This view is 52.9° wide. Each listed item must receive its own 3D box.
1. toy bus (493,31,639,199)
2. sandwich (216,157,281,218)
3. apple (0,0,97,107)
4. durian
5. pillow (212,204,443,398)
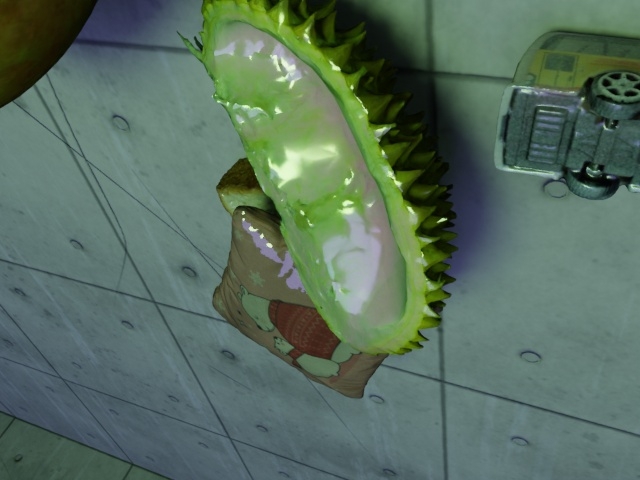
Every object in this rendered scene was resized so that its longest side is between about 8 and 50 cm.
[{"bbox_3d":[0.260,-0.077,0.427,0.268,0.106,0.092,12,141,18],"label":"toy bus"},{"bbox_3d":[0.000,0.000,0.726,0.186,0.065,0.214,-1,134,33],"label":"sandwich"},{"bbox_3d":[-0.302,-0.242,0.419,0.340,0.339,0.339,18,142,14],"label":"apple"},{"bbox_3d":[0.010,-0.059,0.523,0.169,0.158,0.352,-26,97,17],"label":"durian"},{"bbox_3d":[-0.011,0.074,0.694,0.223,0.084,0.236,27,144,1],"label":"pillow"}]
